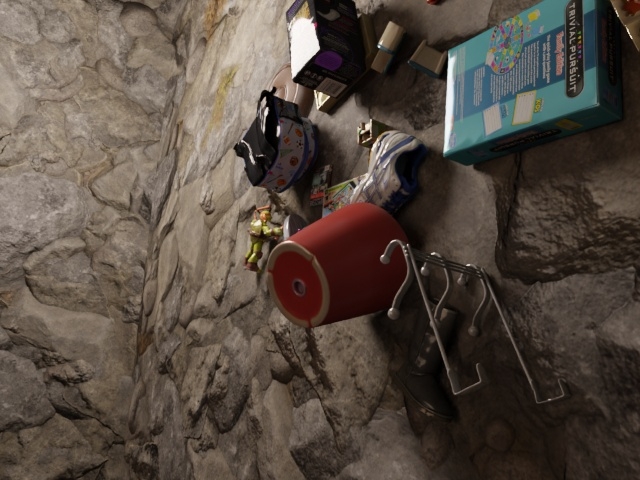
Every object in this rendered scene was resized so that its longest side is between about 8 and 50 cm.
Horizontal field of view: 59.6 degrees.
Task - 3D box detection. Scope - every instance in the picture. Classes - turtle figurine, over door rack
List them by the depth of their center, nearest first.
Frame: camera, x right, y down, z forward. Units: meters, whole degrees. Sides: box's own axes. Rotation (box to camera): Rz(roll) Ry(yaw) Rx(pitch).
[{"bbox_3d":[0.250,0.154,0.991,0.108,0.240,0.324,-53,39,28],"label":"over door rack"},{"bbox_3d":[-0.197,-0.007,1.844,0.270,0.087,0.217,22,97,56],"label":"turtle figurine"}]

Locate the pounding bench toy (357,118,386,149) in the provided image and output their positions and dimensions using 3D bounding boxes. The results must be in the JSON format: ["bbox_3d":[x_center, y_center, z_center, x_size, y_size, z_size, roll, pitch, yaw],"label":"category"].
[{"bbox_3d":[0.121,-0.283,1.473,0.065,0.083,0.052,-21,63,51],"label":"pounding bench toy"}]

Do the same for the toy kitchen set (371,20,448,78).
[{"bbox_3d":[0.221,-0.452,1.407,0.122,0.166,0.207,-62,0,21],"label":"toy kitchen set"}]

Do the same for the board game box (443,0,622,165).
[{"bbox_3d":[0.395,-0.310,1.083,0.336,0.079,0.253,-12,69,54],"label":"board game box"}]

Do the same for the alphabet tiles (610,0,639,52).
[{"bbox_3d":[0.585,-0.441,0.841,0.285,0.011,0.342,-27,57,31],"label":"alphabet tiles"}]

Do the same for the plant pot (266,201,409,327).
[{"bbox_3d":[0.031,0.068,1.263,0.275,0.243,0.274,17,116,40],"label":"plant pot"}]

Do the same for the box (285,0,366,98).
[{"bbox_3d":[0.012,-0.569,1.591,0.143,0.165,0.270,-35,52,45],"label":"box"}]

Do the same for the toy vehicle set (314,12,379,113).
[{"bbox_3d":[0.070,-0.527,1.676,0.267,0.035,0.165,-37,50,44],"label":"toy vehicle set"}]

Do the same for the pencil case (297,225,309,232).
[{"bbox_3d":[0.000,0.000,1.567,0.152,0.070,0.064,19,92,57],"label":"pencil case"}]

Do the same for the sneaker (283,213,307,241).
[{"bbox_3d":[-0.080,0.045,1.647,0.091,0.094,0.257,-33,54,41],"label":"sneaker"}]

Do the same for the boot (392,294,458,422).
[{"bbox_3d":[0.239,0.238,1.147,0.190,0.076,0.208,36,102,52],"label":"boot"}]

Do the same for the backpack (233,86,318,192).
[{"bbox_3d":[-0.134,-0.280,1.739,0.276,0.213,0.263,-54,31,40],"label":"backpack"}]

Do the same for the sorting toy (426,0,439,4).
[{"bbox_3d":[0.292,-0.630,1.378,0.102,0.042,0.061,-52,41,32],"label":"sorting toy"}]

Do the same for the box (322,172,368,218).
[{"bbox_3d":[0.080,-0.104,1.515,0.207,0.036,0.113,-16,67,53],"label":"box"}]

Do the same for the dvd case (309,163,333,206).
[{"bbox_3d":[0.002,-0.163,1.672,0.087,0.013,0.119,-9,73,54],"label":"dvd case"}]

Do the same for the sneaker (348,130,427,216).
[{"bbox_3d":[0.159,-0.116,1.339,0.131,0.112,0.296,28,105,51],"label":"sneaker"}]

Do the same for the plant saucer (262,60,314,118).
[{"bbox_3d":[-0.123,-0.490,1.940,0.311,0.050,0.310,-26,57,50],"label":"plant saucer"}]
